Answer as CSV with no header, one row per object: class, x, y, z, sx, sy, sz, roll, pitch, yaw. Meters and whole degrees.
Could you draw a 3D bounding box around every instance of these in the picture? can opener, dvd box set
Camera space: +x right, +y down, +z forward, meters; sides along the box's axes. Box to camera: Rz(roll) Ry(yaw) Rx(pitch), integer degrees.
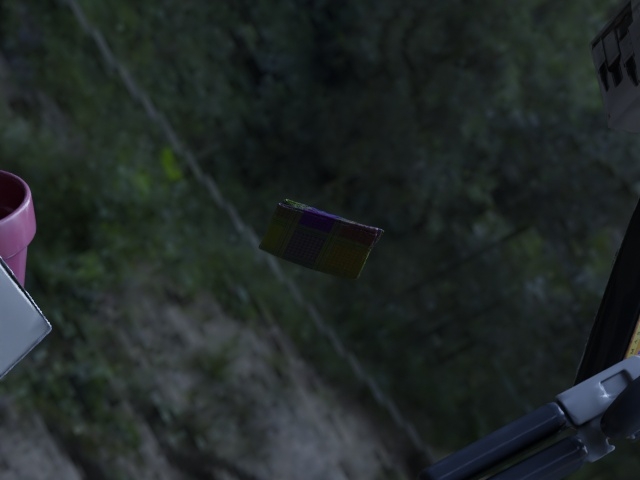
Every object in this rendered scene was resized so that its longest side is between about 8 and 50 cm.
can opener,0.226,0.185,1.857,0.076,0.283,0.095,57,-21,21
dvd box set,0.495,0.106,2.486,0.062,0.308,0.420,26,14,40

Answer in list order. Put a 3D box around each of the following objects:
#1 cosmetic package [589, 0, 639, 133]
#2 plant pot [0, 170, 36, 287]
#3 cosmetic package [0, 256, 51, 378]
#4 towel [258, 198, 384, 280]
cosmetic package,0.321,-0.198,1.660,0.239,0.060,0.099,127,-39,-48
plant pot,-0.446,0.031,2.388,0.201,0.201,0.180,-125,-152,-59
cosmetic package,-0.420,0.084,1.961,0.309,0.160,0.113,9,-43,58
towel,0.000,0.000,1.454,0.009,0.083,0.060,-83,-167,-45
